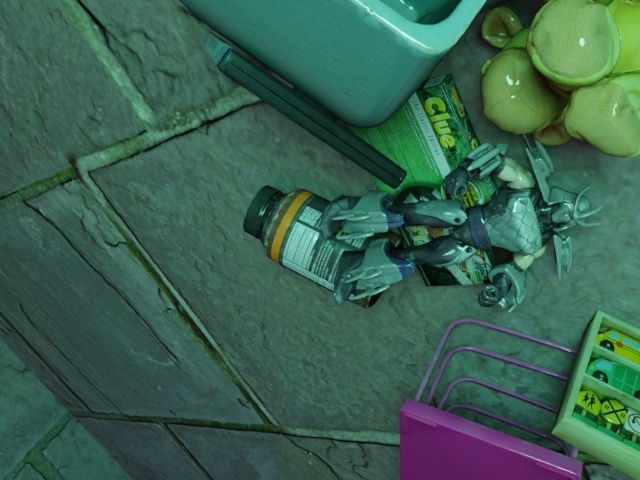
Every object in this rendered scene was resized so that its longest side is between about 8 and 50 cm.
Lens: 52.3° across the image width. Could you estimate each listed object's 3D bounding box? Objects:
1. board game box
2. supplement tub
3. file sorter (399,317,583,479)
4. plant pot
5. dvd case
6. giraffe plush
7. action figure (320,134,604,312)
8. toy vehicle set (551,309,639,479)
[{"bbox_3d":[0.135,-0.055,0.748,0.136,0.030,0.260,-4,125,42],"label":"board game box"},{"bbox_3d":[0.000,0.000,0.841,0.198,0.106,0.106,27,139,14],"label":"supplement tub"},{"bbox_3d":[0.233,0.271,0.865,0.202,0.182,0.291,16,137,23],"label":"file sorter"},{"bbox_3d":[0.019,-0.233,0.502,0.247,0.248,0.252,36,165,2],"label":"plant pot"},{"bbox_3d":[-0.028,-0.134,0.628,0.180,0.253,0.022,32,100,-22],"label":"dvd case"},{"bbox_3d":[0.201,-0.145,0.524,0.170,0.210,0.181,-6,89,58],"label":"giraffe plush"},{"bbox_3d":[0.146,-0.008,0.684,0.285,0.099,0.185,-10,109,25],"label":"action figure"},{"bbox_3d":[0.395,0.198,0.686,0.267,0.166,0.035,26,139,14],"label":"toy vehicle set"}]
